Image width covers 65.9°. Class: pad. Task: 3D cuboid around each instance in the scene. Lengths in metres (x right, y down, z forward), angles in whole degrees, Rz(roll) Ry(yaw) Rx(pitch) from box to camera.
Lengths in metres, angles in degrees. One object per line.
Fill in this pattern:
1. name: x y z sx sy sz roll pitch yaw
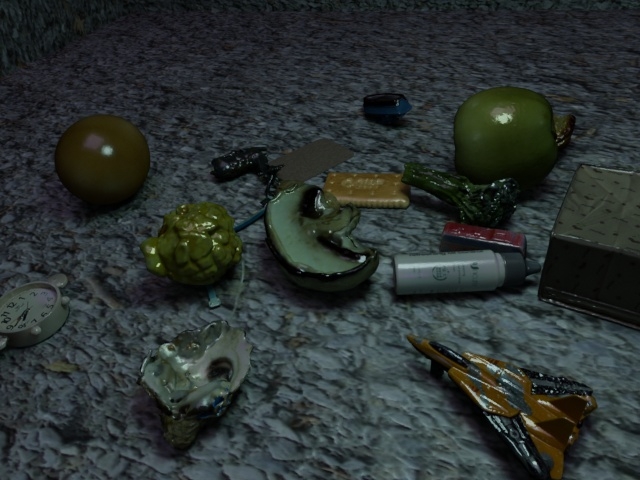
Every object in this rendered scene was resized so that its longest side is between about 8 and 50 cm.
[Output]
1. pad: -0.037 -0.256 1.578 0.266 0.002 0.176 -30 45 -26

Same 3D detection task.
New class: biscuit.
1. biscuit: 0.130 -0.148 1.402 0.250 0.030 0.160 3 40 12

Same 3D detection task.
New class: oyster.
1. oyster: -0.222 0.251 0.931 0.223 0.083 0.214 -22 45 -26

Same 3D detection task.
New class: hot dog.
1. hot dog: 0.619 -0.323 1.489 0.259 0.114 0.175 13 48 29

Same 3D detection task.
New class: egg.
1. egg: -0.631 -0.243 1.452 0.250 0.250 0.322 -8 34 -2

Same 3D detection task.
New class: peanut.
1. peanut: -0.041 -0.109 1.341 0.214 0.099 0.099 26 49 25

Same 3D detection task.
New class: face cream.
1. face cream: 0.316 0.068 1.071 0.312 0.092 0.092 -2 40 4

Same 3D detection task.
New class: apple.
1. apple: 0.488 -0.264 1.316 0.254 0.292 0.292 -10 35 29

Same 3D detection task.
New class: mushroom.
1. mushroom: 0.001 0.002 1.160 0.248 0.130 0.344 -31 49 -23

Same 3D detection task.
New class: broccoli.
1. broccoli: 0.337 -0.127 1.246 0.304 0.145 0.165 27 54 31

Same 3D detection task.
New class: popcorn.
1. popcorn: -0.297 0.007 1.157 0.217 0.181 0.235 -20 28 -9

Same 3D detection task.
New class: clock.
1. clock: -0.650 0.166 1.110 0.156 0.063 0.229 10 45 15

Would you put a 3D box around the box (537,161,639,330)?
1. box: 0.615 -0.001 1.037 0.225 0.190 0.297 17 44 28

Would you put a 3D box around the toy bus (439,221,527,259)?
1. toy bus: 0.376 0.009 1.142 0.192 0.077 0.065 11 46 22

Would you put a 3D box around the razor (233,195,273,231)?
1. razor: -0.206 -0.056 1.334 0.191 0.037 0.068 -38 7 -29

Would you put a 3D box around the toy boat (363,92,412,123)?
1. toy boat: 0.225 -0.455 1.716 0.100 0.097 0.223 -32 29 -23

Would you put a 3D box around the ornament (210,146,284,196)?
1. ornament: -0.208 -0.199 1.474 0.202 0.080 0.236 -22 42 -19

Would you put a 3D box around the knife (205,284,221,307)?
1. knife: -0.252 0.123 1.144 0.027 0.010 0.096 -18 39 -13

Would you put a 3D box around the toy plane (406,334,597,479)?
1. toy plane: 0.282 0.253 0.851 0.316 0.103 0.204 20 44 38
